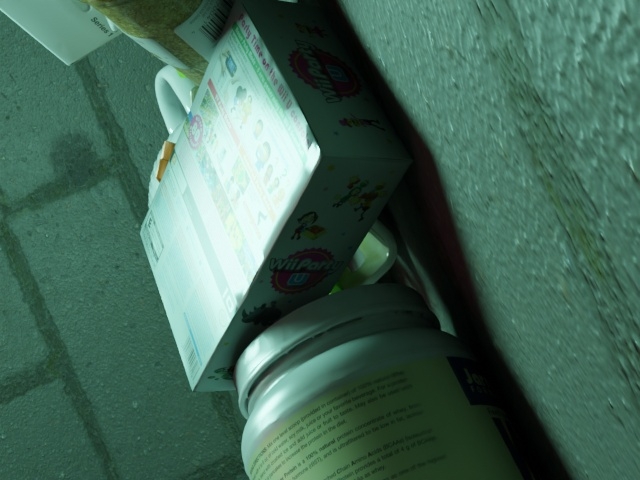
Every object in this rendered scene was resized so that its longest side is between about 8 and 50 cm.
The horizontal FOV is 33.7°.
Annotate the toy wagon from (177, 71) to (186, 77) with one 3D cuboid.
[{"bbox_3d":[-0.174,-0.352,1.486,0.344,0.068,0.267,15,139,49],"label":"toy wagon"}]

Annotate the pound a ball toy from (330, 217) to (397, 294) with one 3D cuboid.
[{"bbox_3d":[0.011,-0.030,1.258,0.208,0.136,0.319,41,-173,-24],"label":"pound a ball toy"}]

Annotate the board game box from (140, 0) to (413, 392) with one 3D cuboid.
[{"bbox_3d":[-0.059,-0.038,0.994,0.303,0.098,0.224,-60,41,37],"label":"board game box"}]

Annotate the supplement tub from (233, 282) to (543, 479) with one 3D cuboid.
[{"bbox_3d":[0.070,0.224,0.925,0.235,0.235,0.324,74,172,-60],"label":"supplement tub"}]

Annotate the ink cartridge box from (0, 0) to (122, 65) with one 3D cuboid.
[{"bbox_3d":[-0.381,-0.403,1.419,0.201,0.117,0.278,41,-158,-57],"label":"ink cartridge box"}]

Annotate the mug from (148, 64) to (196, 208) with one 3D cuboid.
[{"bbox_3d":[-0.167,-0.120,1.732,0.374,0.276,0.328,60,166,10],"label":"mug"}]

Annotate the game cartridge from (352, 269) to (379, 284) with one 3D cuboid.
[{"bbox_3d":[0.107,0.192,1.575,0.297,0.062,0.198,73,177,-57],"label":"game cartridge"}]

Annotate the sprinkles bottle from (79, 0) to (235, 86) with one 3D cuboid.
[{"bbox_3d":[-0.119,-0.221,1.039,0.121,0.121,0.355,65,-168,19],"label":"sprinkles bottle"}]

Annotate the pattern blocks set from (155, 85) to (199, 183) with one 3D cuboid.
[{"bbox_3d":[-0.110,-0.135,1.349,0.026,0.285,0.324,18,136,25],"label":"pattern blocks set"}]

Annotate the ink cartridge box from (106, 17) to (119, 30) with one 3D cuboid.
[{"bbox_3d":[-0.233,-0.470,1.172,0.395,0.166,0.285,97,148,-69],"label":"ink cartridge box"}]
